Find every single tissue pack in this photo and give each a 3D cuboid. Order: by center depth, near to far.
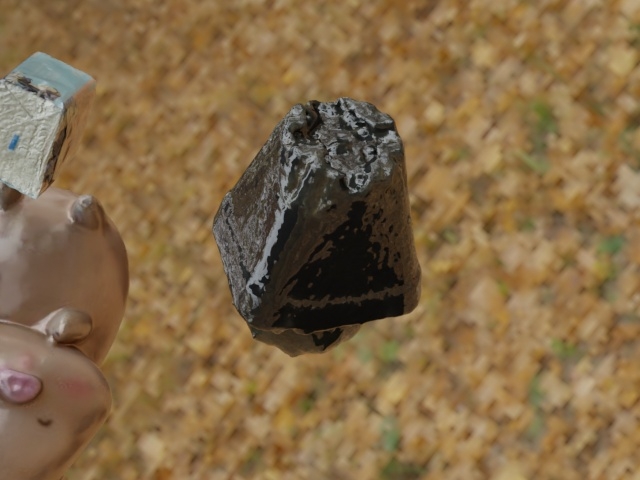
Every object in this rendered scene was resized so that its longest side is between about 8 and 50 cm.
[{"bbox_3d":[-0.193,-0.080,1.265,0.094,0.059,0.074,-67,-1,-70],"label":"tissue pack"}]

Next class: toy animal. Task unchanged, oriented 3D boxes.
[{"bbox_3d":[-0.226,0.081,1.368,0.154,0.167,0.250,90,-167,-73],"label":"toy animal"}]

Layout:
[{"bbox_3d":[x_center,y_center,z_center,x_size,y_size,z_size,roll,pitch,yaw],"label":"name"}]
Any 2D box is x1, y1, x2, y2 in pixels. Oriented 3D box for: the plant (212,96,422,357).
[{"bbox_3d":[0.000,0.000,1.555,0.256,0.164,0.141,103,154,-51],"label":"plant"}]
